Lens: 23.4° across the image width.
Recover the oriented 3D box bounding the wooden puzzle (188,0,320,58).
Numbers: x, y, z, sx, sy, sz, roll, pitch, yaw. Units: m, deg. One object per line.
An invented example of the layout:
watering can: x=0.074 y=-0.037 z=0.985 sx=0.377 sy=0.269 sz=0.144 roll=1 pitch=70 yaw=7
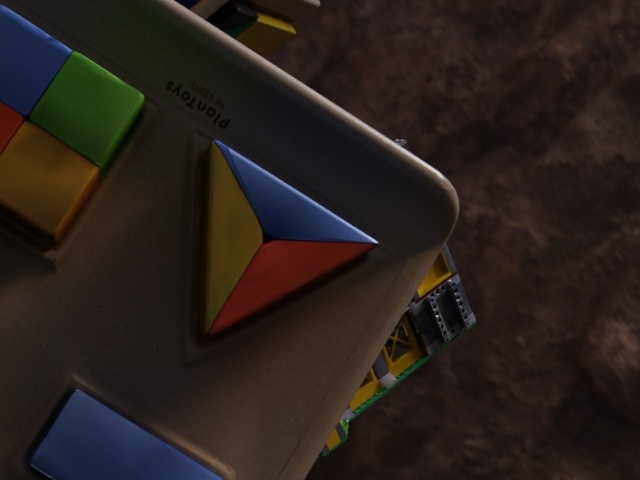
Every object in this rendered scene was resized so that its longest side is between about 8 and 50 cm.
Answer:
wooden puzzle: x=-0.120 y=-0.204 z=1.694 sx=0.221 sy=0.239 sz=0.044 roll=-37 pitch=-100 yaw=18

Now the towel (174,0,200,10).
towel: x=-0.232 y=-0.413 z=1.855 sx=0.076 sy=0.308 sz=0.227 roll=-6 pitch=-103 yaw=38

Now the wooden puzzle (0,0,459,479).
wooden puzzle: x=-0.134 y=0.036 z=0.844 sx=0.322 sy=0.080 sz=0.348 roll=32 pitch=-97 yaw=-5

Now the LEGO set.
LEGO set: x=-0.053 y=0.021 z=1.216 sx=0.255 sy=0.192 sz=0.331 roll=-31 pitch=-159 yaw=-22
